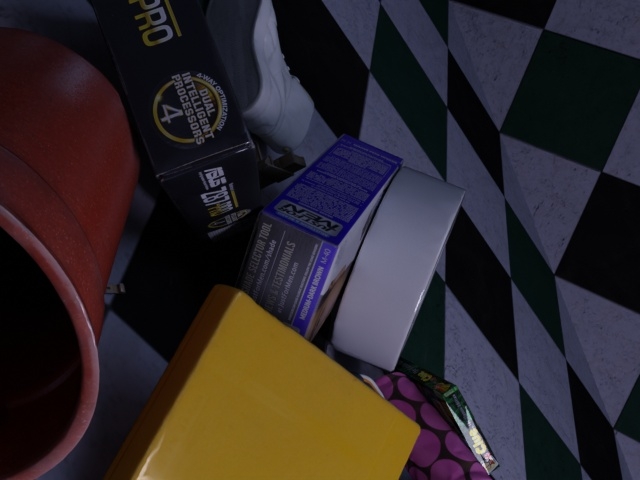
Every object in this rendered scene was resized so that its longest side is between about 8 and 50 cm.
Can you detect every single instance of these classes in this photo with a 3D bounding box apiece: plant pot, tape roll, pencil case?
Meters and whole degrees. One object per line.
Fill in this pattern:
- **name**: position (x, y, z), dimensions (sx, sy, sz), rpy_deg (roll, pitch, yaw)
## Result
- **plant pot**: position (-0.254, -0.013, 0.576), dimensions (0.272, 0.272, 0.265), rpy_deg (53, 22, -25)
- **tape roll**: position (0.113, 0.042, 1.181), dimensions (0.100, 0.286, 0.286), rpy_deg (22, 29, 8)
- **pencil case**: position (0.138, 0.282, 1.114), dimensions (0.209, 0.095, 0.098), rpy_deg (53, -20, 36)

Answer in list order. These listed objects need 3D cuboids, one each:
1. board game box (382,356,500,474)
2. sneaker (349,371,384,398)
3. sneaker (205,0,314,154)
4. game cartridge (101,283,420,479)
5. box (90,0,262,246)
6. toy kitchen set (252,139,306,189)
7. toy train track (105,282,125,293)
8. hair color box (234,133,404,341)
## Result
- **board game box**: position (0.164, 0.245, 1.204), dimensions (0.136, 0.030, 0.259), rpy_deg (58, -12, -11)
- **sneaker**: position (-0.005, 0.211, 0.988), dimensions (0.321, 0.126, 0.127), rpy_deg (52, 32, -44)
- **sneaker**: position (-0.090, -0.271, 1.261), dimensions (0.169, 0.108, 0.292), rpy_deg (40, 40, -54)
- **game cartridge**: position (-0.056, 0.240, 0.793), dimensions (0.323, 0.052, 0.285), rpy_deg (42, 69, -37)
- **box**: position (-0.156, -0.176, 0.854), dimensions (0.395, 0.097, 0.318), rpy_deg (103, -35, -81)
- **toy kitchen set**: position (-0.080, -0.125, 1.163), dimensions (0.068, 0.083, 0.075), rpy_deg (13, 57, -59)
- **toy train track**: position (-0.227, 0.046, 0.829), dimensions (0.083, 0.014, 0.048), rpy_deg (12, 59, -59)
- **hair color box**: position (0.000, 0.000, 1.077), dimensions (0.110, 0.185, 0.339), rpy_deg (25, 28, 9)
